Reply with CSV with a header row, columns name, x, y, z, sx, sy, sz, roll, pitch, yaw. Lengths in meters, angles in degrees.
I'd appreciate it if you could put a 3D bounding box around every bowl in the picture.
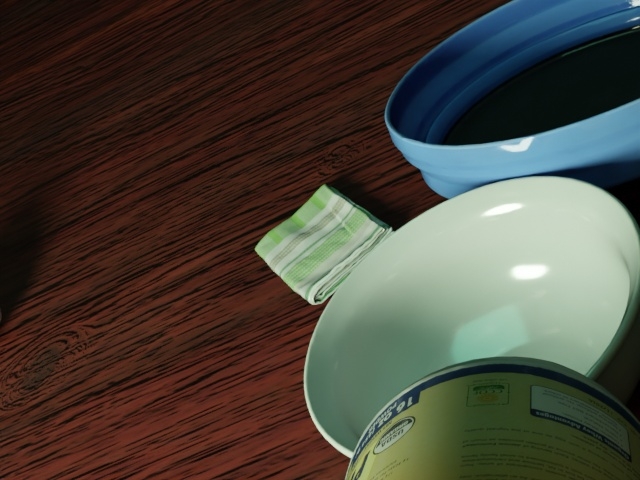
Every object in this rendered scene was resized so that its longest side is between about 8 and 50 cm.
name,x,y,z,sx,sy,sz,roll,pitch,yaw
bowl,0.252,-0.155,1.420,0.391,0.077,0.391,-21,23,9
bowl,0.146,0.097,1.227,0.298,0.134,0.298,-25,34,18

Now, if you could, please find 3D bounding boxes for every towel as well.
name,x,y,z,sx,sy,sz,roll,pitch,yaw
towel,0.000,0.000,1.582,0.113,0.023,0.152,-40,33,-7

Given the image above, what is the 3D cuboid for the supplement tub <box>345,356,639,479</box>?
name,x,y,z,sx,sy,sz,roll,pitch,yaw
supplement tub,0.110,0.228,0.936,0.228,0.228,0.316,-26,13,16
